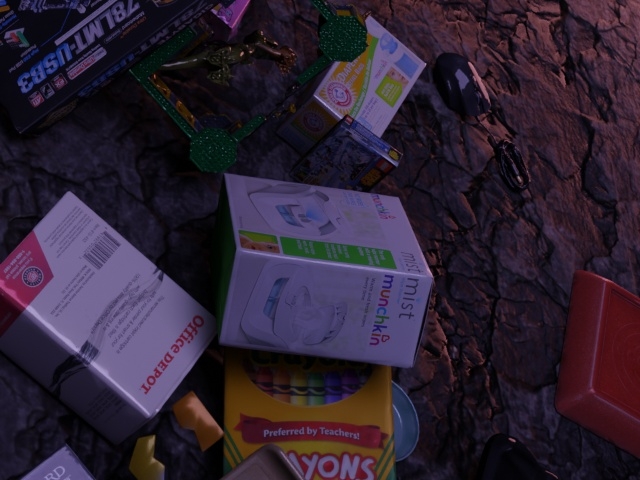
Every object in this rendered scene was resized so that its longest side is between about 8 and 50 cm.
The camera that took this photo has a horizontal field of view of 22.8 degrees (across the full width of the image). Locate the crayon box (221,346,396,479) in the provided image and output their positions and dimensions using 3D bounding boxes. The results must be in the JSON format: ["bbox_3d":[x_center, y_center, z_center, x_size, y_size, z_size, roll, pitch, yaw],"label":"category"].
[{"bbox_3d":[-0.017,0.222,1.858,0.202,0.081,0.318,1,58,-6],"label":"crayon box"}]

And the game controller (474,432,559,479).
[{"bbox_3d":[0.227,0.396,1.966,0.166,0.067,0.319,43,45,-23],"label":"game controller"}]

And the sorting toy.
[{"bbox_3d":[-0.105,0.330,1.715,0.229,0.041,0.307,-38,89,-8],"label":"sorting toy"}]

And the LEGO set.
[{"bbox_3d":[-0.102,-0.265,2.023,0.255,0.331,0.192,39,16,-16],"label":"LEGO set"}]

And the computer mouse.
[{"bbox_3d":[0.248,-0.182,2.367,0.071,0.041,0.242,-26,81,-43],"label":"computer mouse"}]

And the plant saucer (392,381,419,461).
[{"bbox_3d":[0.070,0.227,2.003,0.119,0.021,0.119,18,54,-27],"label":"plant saucer"}]

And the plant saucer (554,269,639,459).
[{"bbox_3d":[0.467,0.189,2.290,0.258,0.048,0.259,30,49,-17],"label":"plant saucer"}]

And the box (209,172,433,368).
[{"bbox_3d":[-0.007,0.034,1.879,0.231,0.127,0.262,8,21,-9],"label":"box"}]

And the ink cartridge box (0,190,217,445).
[{"bbox_3d":[-0.258,0.089,1.803,0.237,0.100,0.172,41,47,-6],"label":"ink cartridge box"}]

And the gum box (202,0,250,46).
[{"bbox_3d":[-0.180,-0.354,2.156,0.188,0.062,0.107,37,48,-12],"label":"gum box"}]

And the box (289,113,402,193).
[{"bbox_3d":[0.032,-0.100,2.099,0.094,0.137,0.027,36,49,-12],"label":"box"}]

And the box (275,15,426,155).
[{"bbox_3d":[0.043,-0.197,2.188,0.114,0.103,0.203,39,48,-9],"label":"box"}]

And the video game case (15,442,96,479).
[{"bbox_3d":[-0.254,0.374,1.641,0.196,0.026,0.274,-37,83,-29],"label":"video game case"}]

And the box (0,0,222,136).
[{"bbox_3d":[-0.314,-0.326,1.903,0.293,0.295,0.073,55,11,6],"label":"box"}]
